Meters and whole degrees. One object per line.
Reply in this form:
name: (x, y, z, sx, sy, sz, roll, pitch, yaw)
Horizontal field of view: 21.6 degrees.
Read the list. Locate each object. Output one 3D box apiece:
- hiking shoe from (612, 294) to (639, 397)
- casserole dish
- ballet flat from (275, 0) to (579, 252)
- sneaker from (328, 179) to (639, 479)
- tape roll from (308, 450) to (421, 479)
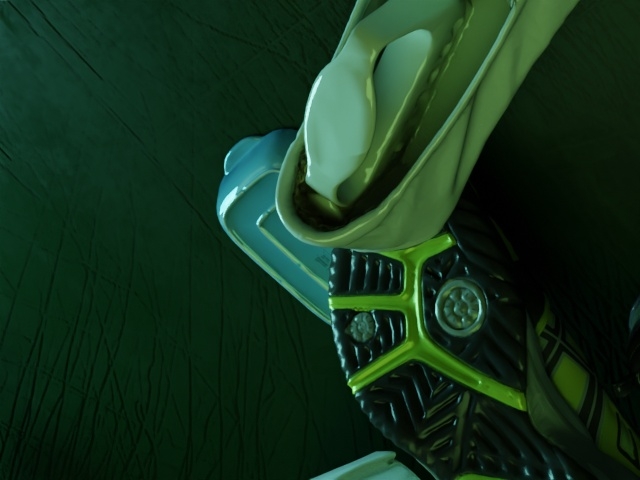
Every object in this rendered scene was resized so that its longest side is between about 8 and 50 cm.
hiking shoe: (0.314, 0.082, 1.128, 0.226, 0.114, 0.086, -6, 120, 25)
casserole dish: (0.000, 0.000, 1.251, 0.188, 0.037, 0.114, 41, 128, -9)
ballet flat: (0.077, -0.152, 1.009, 0.139, 0.139, 0.400, 26, 118, 4)
sneaker: (0.129, 0.115, 1.165, 0.145, 0.147, 0.385, -31, 74, 26)
tape roll: (0.084, 0.351, 1.270, 0.072, 0.392, 0.392, -21, 121, -15)
